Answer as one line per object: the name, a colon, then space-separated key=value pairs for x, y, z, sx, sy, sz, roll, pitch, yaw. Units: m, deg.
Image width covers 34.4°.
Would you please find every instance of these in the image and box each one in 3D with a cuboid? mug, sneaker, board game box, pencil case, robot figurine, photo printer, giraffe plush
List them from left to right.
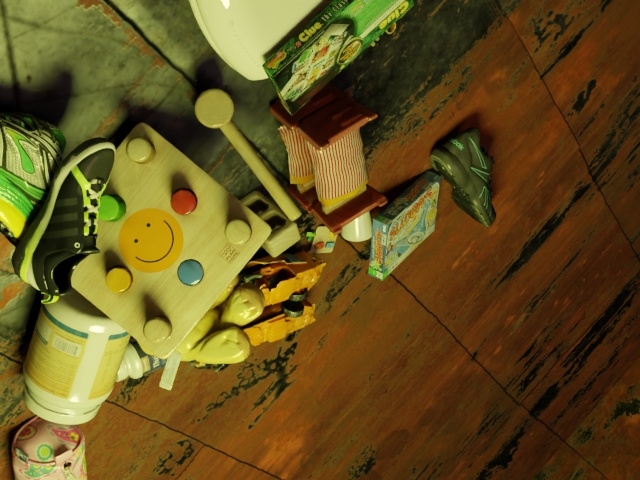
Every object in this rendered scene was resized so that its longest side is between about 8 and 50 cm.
sneaker: x=-0.425 y=-0.133 z=1.342 sx=0.146 sy=0.134 sz=0.343 roll=-45 pitch=151 yaw=-16
pencil case: x=-0.454 y=0.427 z=1.766 sx=0.124 sy=0.124 sz=0.284 roll=-20 pitch=134 yaw=-31
sneaker: x=-0.320 y=-0.023 z=1.382 sx=0.235 sy=0.097 sz=0.084 roll=-59 pitch=161 yaw=13
giraffe plush: x=-0.181 y=0.139 z=1.655 sx=0.210 sy=0.181 sz=0.170 roll=-55 pitch=171 yaw=0
robot figurine: x=-0.128 y=0.120 z=1.851 sx=0.291 sy=0.085 sz=0.211 roll=-16 pitch=131 yaw=-35
photo printer: x=-0.048 y=-0.393 z=1.481 sx=0.307 sy=0.107 sz=0.256 roll=-39 pitch=141 yaw=-12
board game box: x=0.031 y=-0.307 z=1.533 sx=0.259 sy=0.030 sz=0.136 roll=-43 pitch=156 yaw=-5
mug: x=0.067 y=-0.045 z=1.935 sx=0.062 sy=0.078 sz=0.064 roll=-6 pitch=123 yaw=0
board game box: x=0.163 y=-0.031 z=1.996 sx=0.201 sy=0.035 sz=0.136 roll=-41 pitch=146 yaw=-41
sneaker: x=0.311 y=-0.121 z=2.061 sx=0.106 sy=0.101 sz=0.267 roll=-47 pitch=142 yaw=-6

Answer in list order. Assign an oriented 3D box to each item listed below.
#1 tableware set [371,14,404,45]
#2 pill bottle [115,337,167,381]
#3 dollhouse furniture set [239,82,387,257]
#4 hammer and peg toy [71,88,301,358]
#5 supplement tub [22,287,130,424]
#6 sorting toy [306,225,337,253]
tableware set: x=0.083 y=-0.383 z=1.685 sx=0.104 sy=0.024 sz=0.154 roll=-54 pitch=141 yaw=6
pill bottle: x=-0.301 y=0.194 z=1.759 sx=0.120 sy=0.067 sz=0.067 roll=-23 pitch=135 yaw=-30
dollhouse furniture set: x=-0.086 y=-0.074 z=1.674 sx=0.374 sy=0.152 sz=0.201 roll=-34 pitch=139 yaw=-19
hammer and peg toy: x=-0.204 y=-0.037 z=1.506 sx=0.361 sy=0.266 sz=0.127 roll=-50 pitch=-179 yaw=-1
supplement tub: x=-0.377 y=0.169 z=1.603 sx=0.144 sy=0.144 sz=0.200 roll=0 pitch=121 yaw=-44
sorting toy: x=0.000 y=0.000 z=1.931 sx=0.083 sy=0.012 sz=0.062 roll=-3 pitch=123 yaw=-43
